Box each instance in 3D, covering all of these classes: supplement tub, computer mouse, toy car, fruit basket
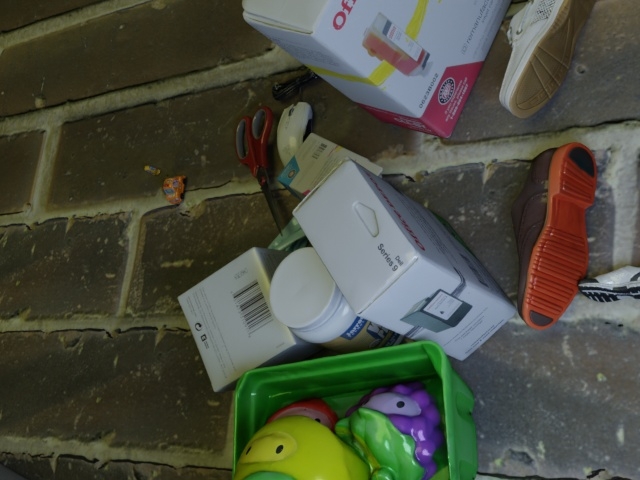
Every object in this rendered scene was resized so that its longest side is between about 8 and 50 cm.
[{"bbox_3d":[0.030,0.096,1.510,0.144,0.199,0.144,-14,65,33],"label":"supplement tub"},{"bbox_3d":[-0.047,-0.219,1.796,0.106,0.042,0.193,-14,65,32],"label":"computer mouse"},{"bbox_3d":[-0.317,-0.112,1.964,0.122,0.040,0.060,17,83,40],"label":"toy car"},{"bbox_3d":[0.005,0.289,1.349,0.392,0.392,0.283,-14,65,33],"label":"fruit basket"}]

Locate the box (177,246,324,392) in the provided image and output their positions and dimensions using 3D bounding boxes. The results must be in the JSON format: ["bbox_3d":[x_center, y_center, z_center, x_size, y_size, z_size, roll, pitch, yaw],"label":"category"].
[{"bbox_3d":[-0.110,0.131,1.635,0.182,0.119,0.181,-33,69,24],"label":"box"}]

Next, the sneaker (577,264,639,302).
[{"bbox_3d":[0.405,0.057,1.348,0.109,0.040,0.044,-4,54,33],"label":"sneaker"}]

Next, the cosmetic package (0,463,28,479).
[{"bbox_3d":[-0.687,0.503,1.911,0.365,0.197,0.155,12,81,42],"label":"cosmetic package"}]

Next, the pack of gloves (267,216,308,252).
[{"bbox_3d":[0.000,0.000,1.674,0.232,0.046,0.195,-51,49,10],"label":"pack of gloves"}]

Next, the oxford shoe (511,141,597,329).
[{"bbox_3d":[0.320,-0.004,1.412,0.098,0.097,0.271,-6,64,57],"label":"oxford shoe"}]

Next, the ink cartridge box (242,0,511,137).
[{"bbox_3d":[0.101,-0.362,1.511,0.160,0.384,0.279,24,89,41],"label":"ink cartridge box"}]

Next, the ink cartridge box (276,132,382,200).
[{"bbox_3d":[0.027,-0.098,1.655,0.181,0.061,0.104,31,81,41],"label":"ink cartridge box"}]

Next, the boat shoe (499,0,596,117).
[{"bbox_3d":[0.332,-0.313,1.509,0.096,0.098,0.277,20,76,41],"label":"boat shoe"}]

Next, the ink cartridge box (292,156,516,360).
[{"bbox_3d":[0.121,0.030,1.406,0.121,0.289,0.211,-45,51,15],"label":"ink cartridge box"}]

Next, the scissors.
[{"bbox_3d":[-0.111,-0.115,1.803,0.109,0.021,0.297,-33,53,38],"label":"scissors"}]
